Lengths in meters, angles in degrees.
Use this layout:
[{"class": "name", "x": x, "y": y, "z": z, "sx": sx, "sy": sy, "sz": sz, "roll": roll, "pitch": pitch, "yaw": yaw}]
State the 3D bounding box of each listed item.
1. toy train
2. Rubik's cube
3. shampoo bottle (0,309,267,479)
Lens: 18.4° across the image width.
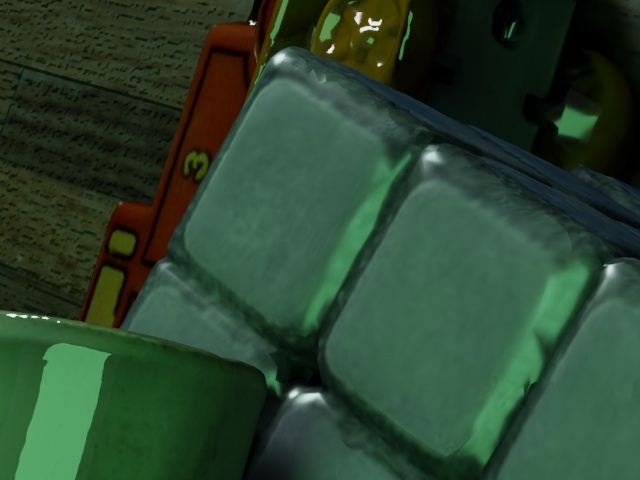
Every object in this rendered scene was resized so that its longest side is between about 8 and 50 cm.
[{"class": "toy train", "x": 0.000, "y": 0.000, "z": 0.966, "sx": 0.231, "sy": 0.163, "sz": 0.369, "roll": 15, "pitch": 86, "yaw": 51}, {"class": "Rubik's cube", "x": 0.104, "y": 0.182, "z": 0.690, "sx": 0.344, "sy": 0.337, "sz": 0.344, "roll": 37, "pitch": 101, "yaw": 43}, {"class": "shampoo bottle", "x": -0.090, "y": 0.142, "z": 0.585, "sx": 0.118, "sy": 0.087, "sz": 0.234, "roll": 5, "pitch": 79, "yaw": 42}]
